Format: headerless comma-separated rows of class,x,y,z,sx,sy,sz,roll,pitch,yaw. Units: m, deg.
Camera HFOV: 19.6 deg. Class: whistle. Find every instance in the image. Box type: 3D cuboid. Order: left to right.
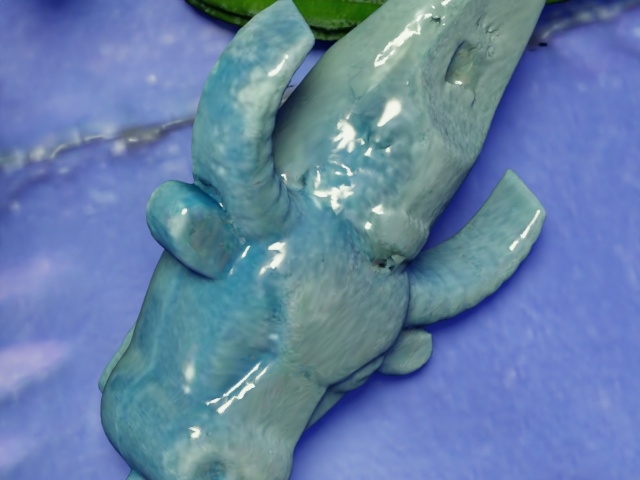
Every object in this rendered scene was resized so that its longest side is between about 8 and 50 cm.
whistle,0.000,0.000,0.723,0.180,0.093,0.269,30,97,-46

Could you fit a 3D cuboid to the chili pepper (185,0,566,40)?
chili pepper,0.040,-0.133,0.771,0.257,0.074,0.100,-5,82,-12
